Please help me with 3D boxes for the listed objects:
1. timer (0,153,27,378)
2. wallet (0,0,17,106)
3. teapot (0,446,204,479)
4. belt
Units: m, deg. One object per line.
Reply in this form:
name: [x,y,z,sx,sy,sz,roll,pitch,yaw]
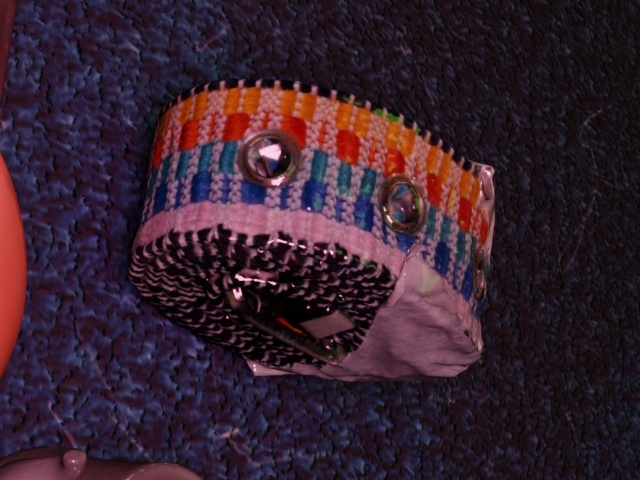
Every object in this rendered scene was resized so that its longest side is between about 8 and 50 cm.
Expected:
timer: [-0.251,0.001,0.810,0.229,0.229,0.215,-51,126,-48]
wallet: [-0.260,-0.116,0.992,0.229,0.049,0.182,32,52,-48]
teapot: [-0.102,0.199,1.036,0.239,0.149,0.162,54,40,-30]
belt: [0.000,0.000,1.190,0.257,0.207,0.150,30,59,-38]
